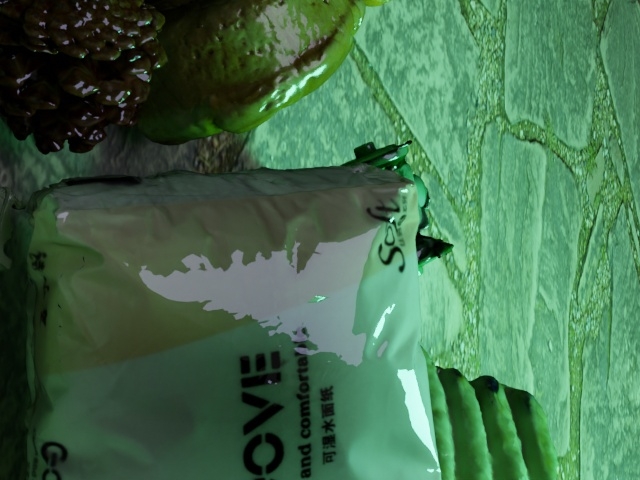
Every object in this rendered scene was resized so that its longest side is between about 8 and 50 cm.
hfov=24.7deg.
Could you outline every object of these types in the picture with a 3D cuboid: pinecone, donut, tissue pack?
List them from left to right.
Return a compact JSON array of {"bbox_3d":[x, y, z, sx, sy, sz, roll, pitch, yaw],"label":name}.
[{"bbox_3d":[-0.207,-0.147,1.196,0.174,0.174,0.173,23,63,-57],"label":"pinecone"},{"bbox_3d":[-0.074,0.122,1.205,0.390,0.195,0.375,-8,97,-25],"label":"tissue pack"},{"bbox_3d":[-0.072,-0.202,1.387,0.128,0.209,0.261,64,29,-26],"label":"donut"}]

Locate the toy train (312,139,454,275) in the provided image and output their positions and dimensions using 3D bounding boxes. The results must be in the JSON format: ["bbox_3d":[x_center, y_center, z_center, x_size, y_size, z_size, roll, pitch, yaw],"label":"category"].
[{"bbox_3d":[0.000,0.000,1.446,0.266,0.202,0.145,-28,98,-54],"label":"toy train"}]

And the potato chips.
[{"bbox_3d":[0.080,0.223,1.588,0.373,0.097,0.389,38,45,-7],"label":"potato chips"}]

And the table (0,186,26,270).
[{"bbox_3d":[-0.280,-0.019,1.102,0.083,0.079,0.062,42,49,-51],"label":"table"}]

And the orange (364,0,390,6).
[{"bbox_3d":[0.037,-0.349,1.714,0.160,0.112,0.170,46,20,-31],"label":"orange"}]
